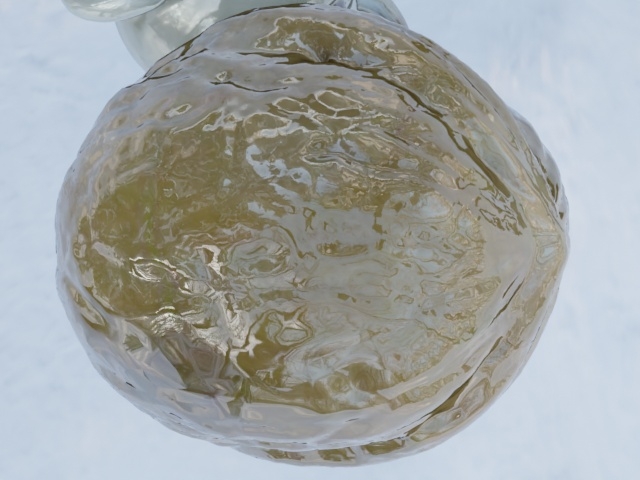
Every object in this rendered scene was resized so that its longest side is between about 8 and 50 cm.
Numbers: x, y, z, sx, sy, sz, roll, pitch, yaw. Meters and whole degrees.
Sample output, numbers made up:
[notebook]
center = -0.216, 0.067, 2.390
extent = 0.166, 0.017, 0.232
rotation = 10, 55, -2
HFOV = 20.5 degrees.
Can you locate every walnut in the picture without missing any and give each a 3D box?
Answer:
[walnut]
center = 0.000, 0.000, 1.130
extent = 0.332, 0.333, 0.333
rotation = 1, 102, 6

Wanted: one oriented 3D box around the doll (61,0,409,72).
[doll]
center = -0.035, -0.159, 1.412
extent = 0.226, 0.215, 0.370
rotation = -42, 135, -3
